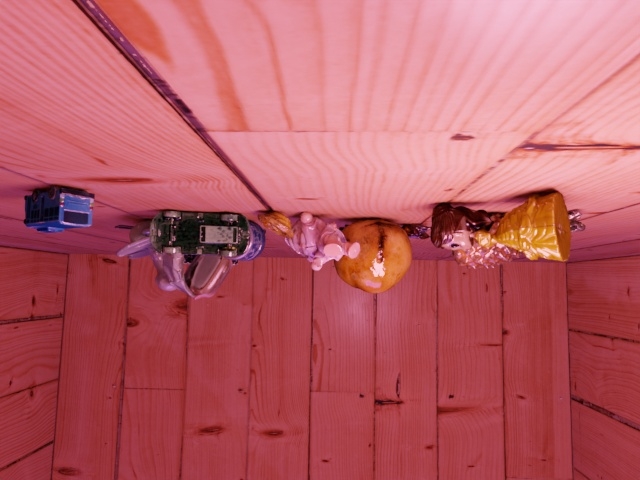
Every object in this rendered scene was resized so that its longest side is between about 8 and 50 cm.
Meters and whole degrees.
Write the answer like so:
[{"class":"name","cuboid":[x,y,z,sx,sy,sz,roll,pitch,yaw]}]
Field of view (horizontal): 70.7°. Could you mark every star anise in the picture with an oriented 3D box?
[{"class":"star anise","cuboid":[0.312,-0.033,1.596,0.213,0.053,0.157,6,174,-23]}]

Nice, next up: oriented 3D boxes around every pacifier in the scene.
[{"class":"pacifier","cuboid":[-0.582,0.055,1.683,0.288,0.269,0.343,-23,180,-6]}]

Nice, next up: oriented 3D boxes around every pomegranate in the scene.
[{"class":"pomegranate","cuboid":[0.170,0.044,1.487,0.261,0.260,0.260,1,174,0]}]

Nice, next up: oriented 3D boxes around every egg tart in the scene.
[{"class":"egg tart","cuboid":[-0.134,-0.055,1.396,0.129,0.049,0.129,26,166,7]}]

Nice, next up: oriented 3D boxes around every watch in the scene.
[{"class":"watch","cuboid":[-0.443,0.056,1.584,0.162,0.253,0.241,19,162,35]}]

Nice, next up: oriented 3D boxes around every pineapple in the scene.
[{"class":"pineapple","cuboid":[0.565,-0.013,1.314,0.362,0.174,0.175,-10,171,18]}]

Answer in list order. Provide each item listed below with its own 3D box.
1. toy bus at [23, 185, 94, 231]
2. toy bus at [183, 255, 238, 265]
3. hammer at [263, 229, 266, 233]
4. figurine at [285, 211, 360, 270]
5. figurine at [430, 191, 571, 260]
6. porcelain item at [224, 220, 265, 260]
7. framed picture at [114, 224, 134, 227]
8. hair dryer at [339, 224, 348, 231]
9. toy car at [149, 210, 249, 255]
[{"class":"toy bus","cuboid":[-0.658,-0.075,1.129,0.185,0.106,0.090,-3,175,34]},{"class":"toy bus","cuboid":[-0.574,0.069,2.362,0.276,0.133,0.165,3,174,-14]},{"class":"hammer","cuboid":[-0.300,-0.036,1.872,0.182,0.017,0.062,-1,174,34]},{"class":"figurine","cuboid":[0.000,0.000,1.414,0.133,0.200,0.276,-26,-153,-29]},{"class":"figurine","cuboid":[0.427,-0.020,1.119,0.316,0.167,0.187,-5,-162,38]},{"class":"porcelain item","cuboid":[-0.273,-0.002,1.559,0.147,0.147,0.114,-1,174,19]},{"class":"framed picture","cuboid":[-0.796,-0.053,1.841,0.066,0.006,0.089,5,173,-37]},{"class":"hair dryer","cuboid":[0.096,-0.047,1.681,0.079,0.031,0.083,8,164,27]},{"class":"toy car","cuboid":[-0.380,-0.023,1.448,0.306,0.136,0.125,2,-177,-6]}]
